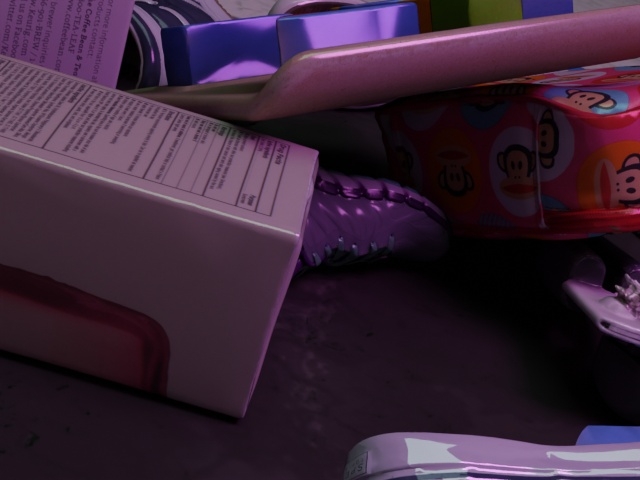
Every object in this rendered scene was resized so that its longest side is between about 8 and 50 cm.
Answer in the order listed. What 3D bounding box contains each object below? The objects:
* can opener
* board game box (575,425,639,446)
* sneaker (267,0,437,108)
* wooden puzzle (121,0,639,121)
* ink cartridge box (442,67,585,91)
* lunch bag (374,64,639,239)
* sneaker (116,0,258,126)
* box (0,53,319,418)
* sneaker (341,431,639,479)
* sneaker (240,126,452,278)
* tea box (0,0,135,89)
[{"bbox_3d":[0.199,0.046,0.984,0.074,0.093,0.280,17,15,-8],"label":"can opener"},{"bbox_3d":[0.228,0.165,0.794,0.168,0.033,0.133,3,31,-18],"label":"board game box"},{"bbox_3d":[0.036,-0.195,1.377,0.290,0.106,0.123,10,18,-43],"label":"sneaker"},{"bbox_3d":[0.024,-0.142,1.005,0.322,0.080,0.348,-13,7,-28],"label":"wooden puzzle"},{"bbox_3d":[0.231,-0.114,1.337,0.203,0.086,0.148,-2,31,-38],"label":"ink cartridge box"},{"bbox_3d":[0.214,-0.082,1.064,0.258,0.120,0.293,-15,13,-31],"label":"lunch bag"},{"bbox_3d":[-0.174,-0.196,1.218,0.153,0.099,0.282,0,32,-39],"label":"sneaker"},{"bbox_3d":[-0.131,-0.009,0.800,0.232,0.127,0.148,17,23,-3],"label":"box"},{"bbox_3d":[0.136,0.156,0.682,0.258,0.094,0.091,3,60,-8],"label":"sneaker"},{"bbox_3d":[0.000,0.000,0.976,0.223,0.083,0.098,18,58,-28],"label":"sneaker"},{"bbox_3d":[-0.273,-0.244,0.963,0.220,0.329,0.323,4,26,-27],"label":"tea box"}]
